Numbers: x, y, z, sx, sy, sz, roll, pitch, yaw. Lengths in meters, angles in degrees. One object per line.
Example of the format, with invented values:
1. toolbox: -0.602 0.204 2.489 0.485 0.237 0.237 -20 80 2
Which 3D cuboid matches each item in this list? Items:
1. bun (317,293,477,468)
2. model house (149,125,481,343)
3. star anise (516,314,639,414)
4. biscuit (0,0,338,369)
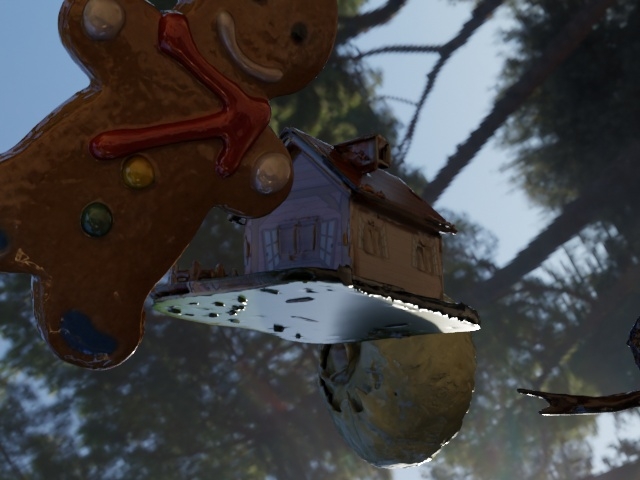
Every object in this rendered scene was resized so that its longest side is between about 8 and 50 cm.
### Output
1. bun: 0.084 0.169 1.318 0.152 0.259 0.259 19 -138 -29
2. model house: 0.000 0.000 0.903 0.294 0.207 0.154 19 -113 -55
3. star anise: 0.260 0.139 0.837 0.140 0.144 0.158 58 -156 -22
4. biscuit: -0.104 -0.079 0.676 0.205 0.324 0.049 49 166 -26
